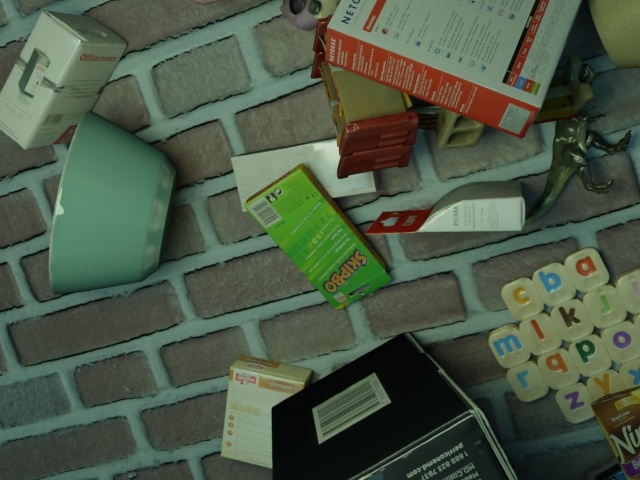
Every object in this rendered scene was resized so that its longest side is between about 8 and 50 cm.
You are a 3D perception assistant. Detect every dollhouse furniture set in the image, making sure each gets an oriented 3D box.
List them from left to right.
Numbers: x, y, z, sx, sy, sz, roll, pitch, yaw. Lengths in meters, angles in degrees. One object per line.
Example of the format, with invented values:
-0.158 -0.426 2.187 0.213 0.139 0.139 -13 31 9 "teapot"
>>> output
0.187 -0.238 1.136 0.374 0.152 0.201 -9 69 -6 "dollhouse furniture set"

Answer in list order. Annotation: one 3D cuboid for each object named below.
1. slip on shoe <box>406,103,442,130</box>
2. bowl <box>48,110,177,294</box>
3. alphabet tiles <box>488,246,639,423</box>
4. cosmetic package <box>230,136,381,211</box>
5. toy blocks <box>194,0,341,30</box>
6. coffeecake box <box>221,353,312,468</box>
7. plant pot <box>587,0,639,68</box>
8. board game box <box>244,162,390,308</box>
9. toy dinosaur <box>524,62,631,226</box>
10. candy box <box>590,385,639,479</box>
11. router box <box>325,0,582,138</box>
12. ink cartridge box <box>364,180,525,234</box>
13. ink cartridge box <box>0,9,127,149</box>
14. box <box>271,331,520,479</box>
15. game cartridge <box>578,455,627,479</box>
0.203 -0.211 1.206 0.135 0.051 0.041 -3 63 22 "slip on shoe"
-0.338 -0.051 1.261 0.163 0.311 0.312 10 106 -9 "bowl"
0.436 0.162 1.247 0.284 0.021 0.278 -27 98 18 "alphabet tiles"
-0.024 -0.117 1.269 0.239 0.060 0.099 -7 101 15 "cosmetic package"
-0.140 -0.499 1.153 0.260 0.309 0.289 12 95 44 "toy blocks"
-0.100 0.321 1.387 0.142 0.068 0.185 11 105 11 "coffeecake box"
0.518 -0.350 1.009 0.274 0.256 0.256 -20 98 33 "plant pot"
0.000 0.000 1.268 0.124 0.039 0.259 -31 110 24 "board game box"
0.408 -0.134 1.164 0.118 0.064 0.268 21 108 23 "toy dinosaur"
0.521 0.327 1.178 0.109 0.053 0.187 -42 66 53 "candy box"
0.209 -0.349 1.052 0.301 0.082 0.335 23 70 7 "router box"
0.199 -0.054 1.164 0.232 0.189 0.066 3 103 13 "ink cartridge box"
-0.448 -0.276 1.281 0.092 0.158 0.218 39 108 3 "ink cartridge box"
0.158 0.446 1.113 0.297 0.480 0.472 -30 95 -1 "box"
0.619 0.426 1.249 0.355 0.068 0.230 -38 96 18 "game cartridge"
